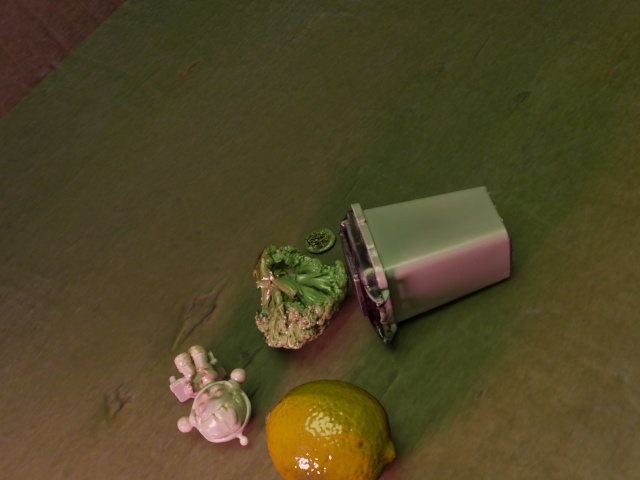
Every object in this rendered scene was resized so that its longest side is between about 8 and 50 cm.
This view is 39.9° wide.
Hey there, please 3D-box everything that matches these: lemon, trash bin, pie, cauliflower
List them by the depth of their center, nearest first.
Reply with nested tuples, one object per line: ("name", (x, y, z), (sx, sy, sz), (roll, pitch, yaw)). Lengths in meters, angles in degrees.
("lemon", (0.020, 0.413, 1.844), (0.267, 0.267, 0.267), (-11, 50, 14))
("trash bin", (0.250, 0.045, 2.054), (0.367, 0.256, 0.296), (-16, 47, -1))
("cauliflower", (-0.078, 0.117, 2.105), (0.275, 0.250, 0.272), (-3, 48, 47))
("pie", (0.000, 0.000, 2.323), (0.085, 0.017, 0.085), (-11, 51, 14))

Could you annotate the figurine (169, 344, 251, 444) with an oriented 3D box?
("figurine", (-0.253, 0.379, 2.060), (0.181, 0.145, 0.257), (-18, 43, -20))
